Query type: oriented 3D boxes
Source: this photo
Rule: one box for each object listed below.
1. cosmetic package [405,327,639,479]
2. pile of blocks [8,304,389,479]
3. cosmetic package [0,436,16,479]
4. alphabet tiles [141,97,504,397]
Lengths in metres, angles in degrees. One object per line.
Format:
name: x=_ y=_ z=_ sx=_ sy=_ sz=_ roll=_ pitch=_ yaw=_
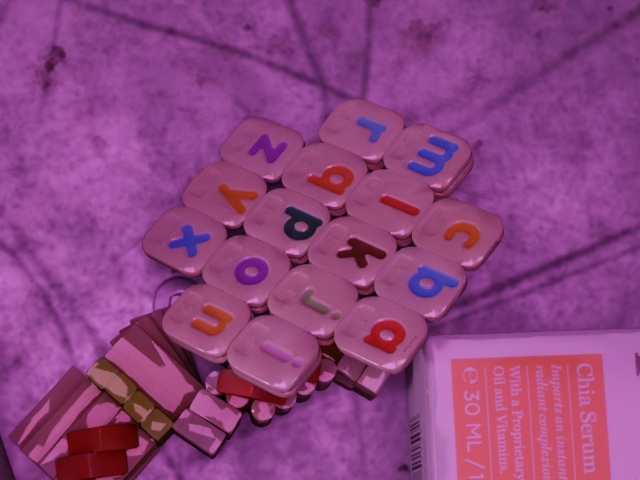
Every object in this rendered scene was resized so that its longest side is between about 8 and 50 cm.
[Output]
cosmetic package: x=0.306 y=0.189 z=1.608 sx=0.453 sy=0.161 sz=0.230 roll=-3 pitch=81 yaw=-4
pile of blocks: x=-0.088 y=0.110 z=1.626 sx=0.362 sy=0.112 sz=0.149 roll=-23 pitch=82 yaw=-7
cosmetic package: x=-0.361 y=0.105 z=1.572 sx=0.155 sy=0.197 sz=0.366 roll=-18 pitch=80 yaw=-6
alphabet tiles: x=0.000 y=0.000 z=1.621 sx=0.278 sy=0.021 sz=0.284 roll=23 pitch=61 yaw=30
